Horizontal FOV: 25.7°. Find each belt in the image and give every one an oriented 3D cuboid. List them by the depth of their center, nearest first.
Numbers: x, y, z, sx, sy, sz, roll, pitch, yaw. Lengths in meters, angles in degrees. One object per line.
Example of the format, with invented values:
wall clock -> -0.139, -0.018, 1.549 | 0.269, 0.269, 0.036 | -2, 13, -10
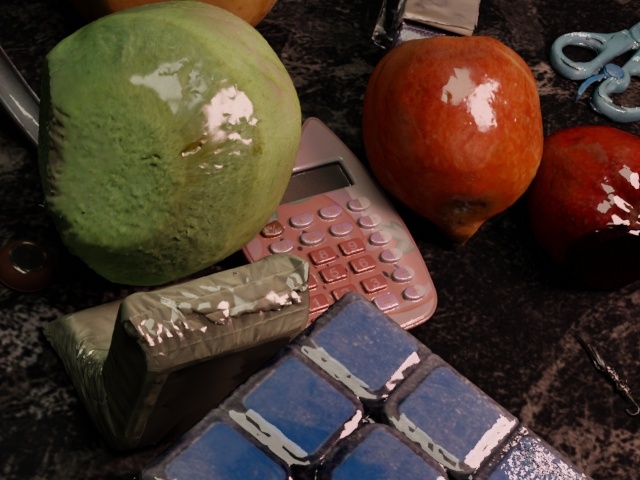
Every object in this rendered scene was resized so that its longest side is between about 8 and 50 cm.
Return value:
belt -> 0.143, -0.303, 1.913 | 0.126, 0.140, 0.230 | 20, 49, -4

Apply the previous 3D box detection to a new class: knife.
knife -> -0.333, -0.132, 1.633 | 0.278, 0.053, 0.123 | 49, 46, -1

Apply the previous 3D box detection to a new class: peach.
peach -> 0.160, -0.123, 1.724 | 0.232, 0.257, 0.232 | 4, 5, 0

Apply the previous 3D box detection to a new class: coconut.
coconut -> -0.166, -0.108, 1.519 | 0.281, 0.328, 0.328 | -19, 49, 15

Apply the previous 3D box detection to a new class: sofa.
sofa -> -0.144, 0.080, 1.421 | 0.210, 0.225, 0.176 | -16, 61, -28

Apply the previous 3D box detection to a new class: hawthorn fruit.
hawthorn fruit -> 0.342, -0.054, 1.762 | 0.189, 0.189, 0.251 | -6, 34, -24

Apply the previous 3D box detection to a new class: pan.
pan -> -0.346, 0.018, 1.536 | 0.115, 0.023, 0.068 | 15, 48, -8

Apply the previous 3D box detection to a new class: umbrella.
umbrella -> 0.346, 0.158, 1.675 | 0.022, 0.013, 0.122 | -25, 62, -10

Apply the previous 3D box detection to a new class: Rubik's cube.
Rubik's cube -> 0.018, 0.288, 1.247 | 0.305, 0.304, 0.301 | 40, 49, 13

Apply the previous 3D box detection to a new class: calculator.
calculator -> 0.000, 0.000, 1.667 | 0.220, 0.048, 0.330 | -15, 60, -31

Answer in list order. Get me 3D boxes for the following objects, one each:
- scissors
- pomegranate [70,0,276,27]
scissors -> 0.488, -0.294, 2.104 | 0.180, 0.032, 0.393 | 41, 49, 16
pomegranate -> -0.182, -0.399, 1.747 | 0.342, 0.342, 0.342 | 10, 48, -12
